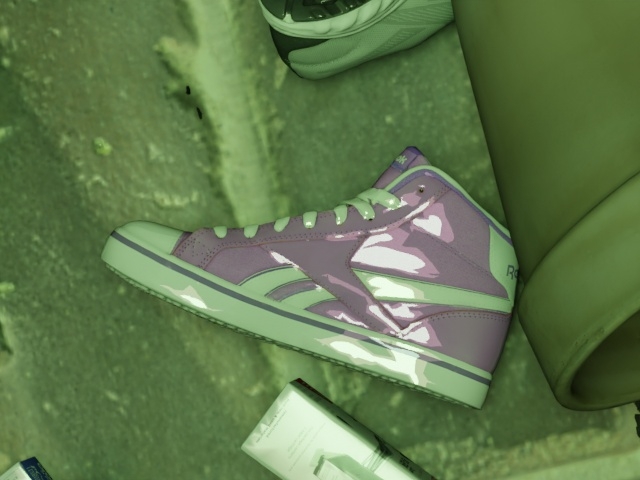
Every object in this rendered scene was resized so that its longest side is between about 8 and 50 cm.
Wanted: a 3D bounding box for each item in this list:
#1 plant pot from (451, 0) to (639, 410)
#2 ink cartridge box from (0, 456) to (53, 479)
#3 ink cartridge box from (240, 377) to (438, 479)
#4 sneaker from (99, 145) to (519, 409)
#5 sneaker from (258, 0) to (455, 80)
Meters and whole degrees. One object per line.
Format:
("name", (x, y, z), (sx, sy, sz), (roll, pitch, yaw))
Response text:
("plant pot", (0.227, -0.093, 1.012), (0.323, 0.323, 0.280), (-28, 70, 4))
("ink cartridge box", (-0.257, 0.257, 1.151), (0.207, 0.046, 0.097), (-39, 85, 2))
("ink cartridge box", (0.020, 0.156, 1.103), (0.135, 0.099, 0.056), (36, 90, 4))
("sneaker", (0.000, 0.000, 1.117), (0.282, 0.102, 0.161), (18, 86, -5))
("sneaker", (0.080, -0.197, 1.120), (0.271, 0.108, 0.100), (-25, 62, -11))
